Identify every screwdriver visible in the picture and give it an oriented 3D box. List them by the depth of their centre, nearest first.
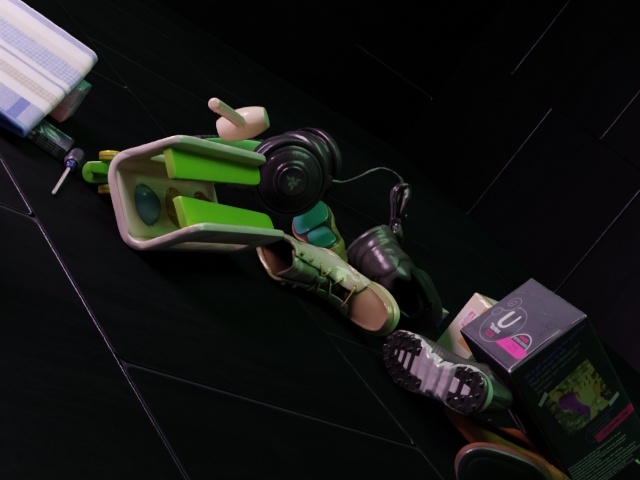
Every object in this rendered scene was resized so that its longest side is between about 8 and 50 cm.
[{"bbox_3d":[-0.319,-0.086,1.374,0.025,0.024,0.170,6,21,-9],"label":"screwdriver"}]

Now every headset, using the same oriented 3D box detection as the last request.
[{"bbox_3d":[-0.044,-0.090,1.821,0.394,0.185,0.243,10,14,10],"label":"headset"}]

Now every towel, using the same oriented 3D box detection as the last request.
[{"bbox_3d":[-0.432,-0.251,1.462,0.209,0.034,0.285,33,29,-10],"label":"towel"}]

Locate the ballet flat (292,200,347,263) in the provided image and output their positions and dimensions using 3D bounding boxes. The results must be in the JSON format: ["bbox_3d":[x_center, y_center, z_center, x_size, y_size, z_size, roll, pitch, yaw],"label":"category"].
[{"bbox_3d":[0.000,0.000,1.910,0.232,0.080,0.073,-108,172,-66],"label":"ballet flat"}]

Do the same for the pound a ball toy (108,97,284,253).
[{"bbox_3d":[-0.167,-0.087,1.463,0.319,0.135,0.208,3,72,-70],"label":"pound a ball toy"}]

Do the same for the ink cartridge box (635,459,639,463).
[{"bbox_3d":[0.455,0.340,1.919,0.209,0.062,0.109,33,12,-21],"label":"ink cartridge box"}]

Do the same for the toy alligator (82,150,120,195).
[{"bbox_3d":[-0.268,-0.085,1.459,0.051,0.056,0.189,-2,-4,22],"label":"toy alligator"}]

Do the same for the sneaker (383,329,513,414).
[{"bbox_3d":[0.184,0.194,1.546,0.106,0.078,0.234,19,3,-37],"label":"sneaker"}]

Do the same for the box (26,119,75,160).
[{"bbox_3d":[-0.371,-0.143,1.441,0.083,0.018,0.067,35,12,-12],"label":"box"}]

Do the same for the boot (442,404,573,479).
[{"bbox_3d":[0.237,0.280,1.446,0.264,0.096,0.280,23,12,-25],"label":"boot"}]

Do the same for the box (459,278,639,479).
[{"bbox_3d":[0.347,0.220,1.600,0.270,0.143,0.165,59,-7,-24],"label":"box"}]

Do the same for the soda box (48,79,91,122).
[{"bbox_3d":[-0.429,-0.252,1.579,0.183,0.063,0.058,36,15,-6],"label":"soda box"}]

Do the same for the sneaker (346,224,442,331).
[{"bbox_3d":[0.137,0.095,1.777,0.286,0.109,0.130,45,9,-51],"label":"sneaker"}]

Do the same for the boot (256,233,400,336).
[{"bbox_3d":[0.008,0.063,1.632,0.213,0.077,0.165,40,10,38],"label":"boot"}]

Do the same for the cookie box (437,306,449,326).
[{"bbox_3d":[0.177,0.112,2.027,0.107,0.040,0.092,44,12,24],"label":"cookie box"}]

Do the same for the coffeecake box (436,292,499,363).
[{"bbox_3d":[0.281,0.178,1.828,0.185,0.142,0.068,22,19,-52],"label":"coffeecake box"}]
